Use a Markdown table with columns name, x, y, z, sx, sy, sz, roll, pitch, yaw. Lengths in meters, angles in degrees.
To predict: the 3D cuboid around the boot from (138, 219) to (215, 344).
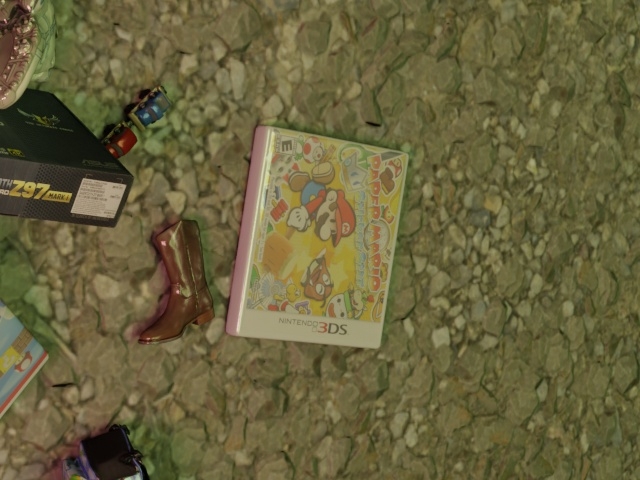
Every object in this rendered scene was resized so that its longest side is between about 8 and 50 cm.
| name | x | y | z | sx | sy | sz | roll | pitch | yaw |
| --- | --- | --- | --- | --- | --- | --- | --- | --- | --- |
| boot | -0.155 | 0.040 | 1.702 | 0.106 | 0.037 | 0.114 | -29 | 117 | -47 |

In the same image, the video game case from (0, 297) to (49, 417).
| name | x | y | z | sx | sy | sz | roll | pitch | yaw |
| --- | --- | --- | --- | --- | --- | --- | --- | --- | --- |
| video game case | -0.360 | 0.114 | 1.467 | 0.204 | 0.025 | 0.285 | -53 | 151 | -16 |

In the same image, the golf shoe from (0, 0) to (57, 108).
| name | x | y | z | sx | sy | sz | roll | pitch | yaw |
| --- | --- | --- | --- | --- | --- | --- | --- | --- | --- |
| golf shoe | -0.267 | -0.168 | 1.527 | 0.176 | 0.069 | 0.086 | -85 | 155 | -44 |

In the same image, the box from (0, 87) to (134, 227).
| name | x | y | z | sx | sy | sz | roll | pitch | yaw |
| --- | --- | --- | --- | --- | --- | --- | --- | --- | --- |
| box | -0.306 | -0.087 | 1.470 | 0.233 | 0.183 | 0.059 | 8 | 113 | -39 |

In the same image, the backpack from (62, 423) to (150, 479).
| name | x | y | z | sx | sy | sz | roll | pitch | yaw |
| --- | --- | --- | --- | --- | --- | --- | --- | --- | --- |
| backpack | -0.207 | 0.257 | 1.650 | 0.084 | 0.105 | 0.114 | -19 | 110 | -12 |

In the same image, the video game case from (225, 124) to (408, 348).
| name | x | y | z | sx | sy | sz | roll | pitch | yaw |
| --- | --- | --- | --- | --- | --- | --- | --- | --- | --- |
| video game case | 0.000 | 0.000 | 1.830 | 0.206 | 0.026 | 0.227 | 8 | 90 | -39 |

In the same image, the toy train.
| name | x | y | z | sx | sy | sz | roll | pitch | yaw |
| --- | --- | --- | --- | --- | --- | --- | --- | --- | --- |
| toy train | -0.201 | -0.098 | 1.648 | 0.158 | 0.036 | 0.027 | -49 | 123 | -23 |
